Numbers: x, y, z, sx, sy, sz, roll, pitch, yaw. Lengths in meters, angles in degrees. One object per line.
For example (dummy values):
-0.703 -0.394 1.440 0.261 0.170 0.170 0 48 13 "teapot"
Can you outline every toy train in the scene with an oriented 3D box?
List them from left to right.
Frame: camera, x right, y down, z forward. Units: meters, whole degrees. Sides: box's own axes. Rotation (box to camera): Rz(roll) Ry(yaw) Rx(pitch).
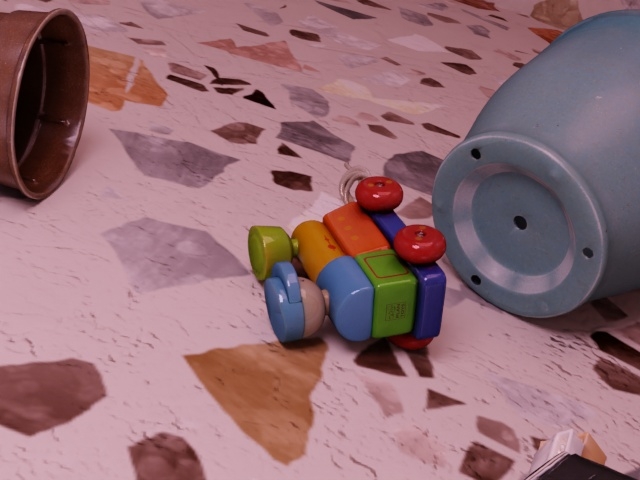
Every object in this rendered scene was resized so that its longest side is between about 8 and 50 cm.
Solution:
0.000 0.000 0.858 0.143 0.105 0.248 -8 33 -18 "toy train"

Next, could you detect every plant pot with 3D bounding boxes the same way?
-0.310 -0.134 0.861 0.165 0.167 0.167 12 25 5 "plant pot"
0.252 -0.057 0.958 0.271 0.272 0.255 32 44 28 "plant pot"

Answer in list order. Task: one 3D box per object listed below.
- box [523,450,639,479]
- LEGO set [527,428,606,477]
0.079 0.178 0.193 0.257 0.079 0.322 20 27 38 "box"
0.143 0.211 0.496 0.107 0.132 0.287 32 12 2 "LEGO set"
